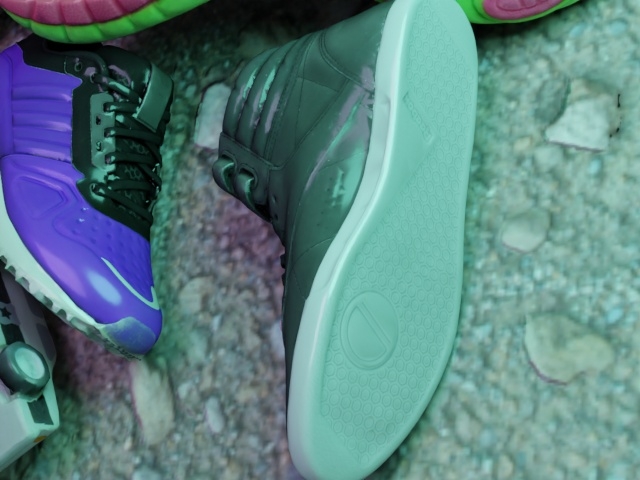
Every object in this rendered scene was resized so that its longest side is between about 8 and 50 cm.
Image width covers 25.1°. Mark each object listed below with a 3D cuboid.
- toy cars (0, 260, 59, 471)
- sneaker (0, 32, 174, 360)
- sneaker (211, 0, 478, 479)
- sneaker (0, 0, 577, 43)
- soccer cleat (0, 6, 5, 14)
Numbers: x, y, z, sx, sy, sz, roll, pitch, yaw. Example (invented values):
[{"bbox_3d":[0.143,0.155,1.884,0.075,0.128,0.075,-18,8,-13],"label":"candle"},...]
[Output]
[{"bbox_3d":[-0.301,0.041,1.014,0.393,0.087,0.177,19,95,35],"label":"toy cars"},{"bbox_3d":[-0.153,-0.056,0.965,0.146,0.102,0.293,-39,50,6],"label":"sneaker"},{"bbox_3d":[0.000,0.000,0.848,0.146,0.104,0.296,-7,65,44],"label":"sneaker"},{"bbox_3d":[0.001,-0.248,0.920,0.482,0.185,0.202,1,43,19],"label":"sneaker"},{"bbox_3d":[-0.359,-0.212,1.194,0.331,0.116,0.143,-15,41,22],"label":"soccer cleat"}]
